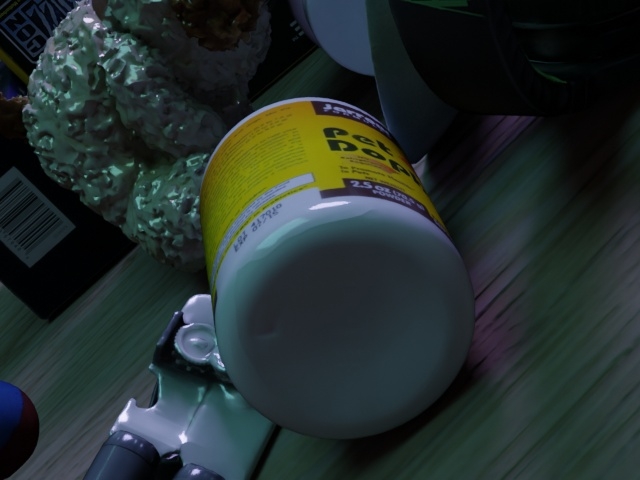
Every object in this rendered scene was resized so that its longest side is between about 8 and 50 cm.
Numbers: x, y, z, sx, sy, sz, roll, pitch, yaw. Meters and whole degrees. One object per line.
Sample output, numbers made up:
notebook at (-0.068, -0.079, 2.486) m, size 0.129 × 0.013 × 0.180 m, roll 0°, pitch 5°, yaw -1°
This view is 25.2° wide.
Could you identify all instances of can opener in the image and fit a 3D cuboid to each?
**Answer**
can opener at (-0.083, 0.137, 0.702) m, size 0.093 × 0.074 × 0.280 m, roll 108°, pitch -173°, yaw -47°

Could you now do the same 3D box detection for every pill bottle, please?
pill bottle at (0.000, 0.000, 0.715) m, size 0.117 × 0.117 × 0.215 m, roll -40°, pitch 22°, yaw 9°
pill bottle at (0.031, -0.197, 1.015) m, size 0.121 × 0.121 × 0.221 m, roll -40°, pitch 22°, yaw 11°

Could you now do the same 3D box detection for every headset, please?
headset at (0.109, -0.200, 0.748) m, size 0.185 × 0.243 × 0.394 m, roll 5°, pitch 16°, yaw 30°

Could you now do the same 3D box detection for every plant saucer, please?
plant saucer at (0.063, -0.141, 0.813) m, size 0.037 × 0.195 × 0.195 m, roll -4°, pitch 36°, yaw 16°

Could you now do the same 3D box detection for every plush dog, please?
plush dog at (-0.111, -0.139, 0.985) m, size 0.225 × 0.211 × 0.262 m, roll -58°, pitch 16°, yaw 17°

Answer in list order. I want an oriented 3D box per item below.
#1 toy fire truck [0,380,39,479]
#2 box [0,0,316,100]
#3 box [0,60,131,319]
toy fire truck at (-0.236, 0.187, 0.695) m, size 0.254 × 0.169 × 0.302 m, roll -38°, pitch 20°, yaw 21°
box at (-0.116, -0.233, 1.157) m, size 0.322 × 0.257 × 0.079 m, roll -38°, pitch 22°, yaw 14°
box at (-0.245, -0.052, 1.192) m, size 0.108 × 0.153 × 0.207 m, roll -41°, pitch 22°, yaw 6°
